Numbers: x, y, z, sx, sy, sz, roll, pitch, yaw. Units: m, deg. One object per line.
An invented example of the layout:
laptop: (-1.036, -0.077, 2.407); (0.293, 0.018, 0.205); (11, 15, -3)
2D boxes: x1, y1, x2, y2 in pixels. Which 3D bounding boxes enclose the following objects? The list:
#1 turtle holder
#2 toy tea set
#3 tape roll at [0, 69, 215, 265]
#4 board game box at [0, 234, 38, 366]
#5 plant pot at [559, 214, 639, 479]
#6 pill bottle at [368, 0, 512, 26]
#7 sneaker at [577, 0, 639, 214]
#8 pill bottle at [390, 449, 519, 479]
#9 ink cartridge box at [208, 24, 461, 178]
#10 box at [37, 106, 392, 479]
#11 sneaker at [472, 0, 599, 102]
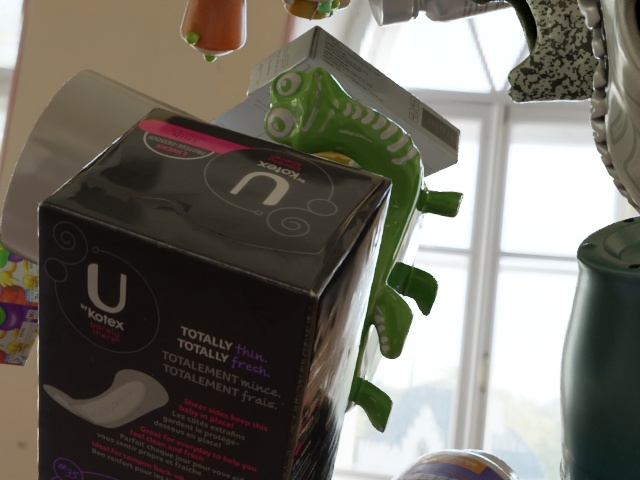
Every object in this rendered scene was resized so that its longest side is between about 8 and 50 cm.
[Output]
turtle holder: (-0.007, 0.019, 1.008); (0.227, 0.243, 0.320); (19, -20, 11)
toy tea set: (-0.092, -0.354, 1.619); (0.336, 0.124, 0.200); (-6, 38, -26)
tape roll: (-0.248, -0.061, 1.283); (0.169, 0.246, 0.246); (24, -9, 3)
board game box: (-0.554, 0.073, 1.557); (0.275, 0.144, 0.142); (10, -48, -26)
plant pot: (0.358, 0.115, 1.047); (0.271, 0.255, 0.272); (-11, 18, 3)
pill bottle: (0.199, -0.367, 1.356); (0.283, 0.160, 0.160); (-14, -9, -3)
sneaker: (0.263, -0.118, 0.805); (0.110, 0.292, 0.118); (-22, 25, 3)
pill bottle: (0.116, 0.289, 1.025); (0.152, 0.152, 0.272); (3, 7, 22)
ink cartridge box: (0.011, -0.147, 1.429); (0.275, 0.060, 0.239); (30, -36, -33)
box: (-0.071, 0.080, 0.666); (0.165, 0.270, 0.143); (18, 34, 12)
sneaker: (0.244, -0.319, 1.152); (0.182, 0.411, 0.158); (-8, -24, 6)
